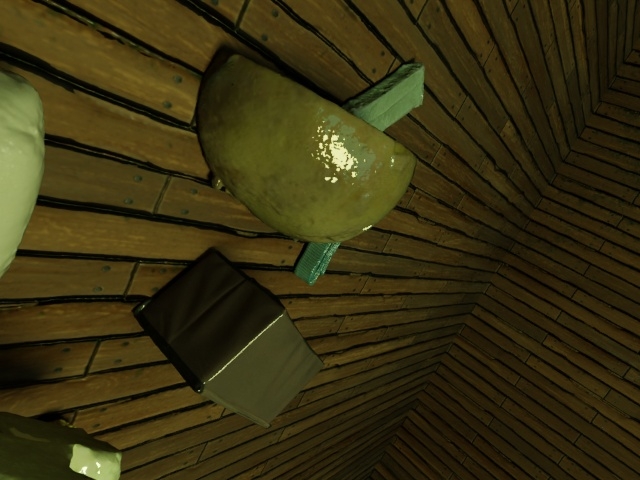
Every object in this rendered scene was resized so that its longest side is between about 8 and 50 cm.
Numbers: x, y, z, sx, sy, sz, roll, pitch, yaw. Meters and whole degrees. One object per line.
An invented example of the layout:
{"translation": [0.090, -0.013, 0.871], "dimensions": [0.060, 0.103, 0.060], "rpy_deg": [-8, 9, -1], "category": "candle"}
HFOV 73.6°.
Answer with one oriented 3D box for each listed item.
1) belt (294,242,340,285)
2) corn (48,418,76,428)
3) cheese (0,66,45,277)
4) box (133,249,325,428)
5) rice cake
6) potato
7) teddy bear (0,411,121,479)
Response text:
{"translation": [0.004, 0.003, 0.818], "dimensions": [0.179, 0.065, 0.100], "rpy_deg": [-62, 157, 10], "category": "belt"}
{"translation": [-0.417, 0.327, 0.540], "dimensions": [0.238, 0.080, 0.080], "rpy_deg": [-42, 146, -25], "category": "corn"}
{"translation": [-0.305, -0.041, 0.279], "dimensions": [0.198, 0.154, 0.189], "rpy_deg": [-67, 166, 11], "category": "cheese"}
{"translation": [-0.126, 0.160, 0.672], "dimensions": [0.153, 0.188, 0.252], "rpy_deg": [-45, 144, -16], "category": "box"}
{"translation": [0.106, -0.235, 0.755], "dimensions": [0.226, 0.040, 0.085], "rpy_deg": [-39, 145, -26], "category": "rice cake"}
{"translation": [-0.028, -0.087, 0.571], "dimensions": [0.264, 0.189, 0.211], "rpy_deg": [17, 105, -57], "category": "potato"}
{"translation": [-0.412, 0.286, 0.305], "dimensions": [0.362, 0.375, 0.327], "rpy_deg": [-67, -168, -19], "category": "teddy bear"}
